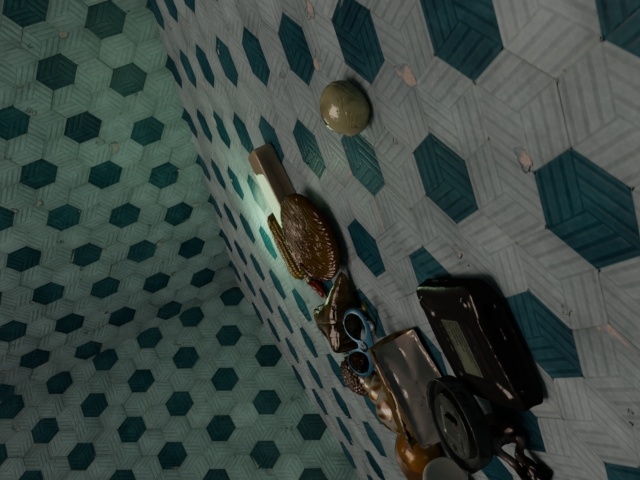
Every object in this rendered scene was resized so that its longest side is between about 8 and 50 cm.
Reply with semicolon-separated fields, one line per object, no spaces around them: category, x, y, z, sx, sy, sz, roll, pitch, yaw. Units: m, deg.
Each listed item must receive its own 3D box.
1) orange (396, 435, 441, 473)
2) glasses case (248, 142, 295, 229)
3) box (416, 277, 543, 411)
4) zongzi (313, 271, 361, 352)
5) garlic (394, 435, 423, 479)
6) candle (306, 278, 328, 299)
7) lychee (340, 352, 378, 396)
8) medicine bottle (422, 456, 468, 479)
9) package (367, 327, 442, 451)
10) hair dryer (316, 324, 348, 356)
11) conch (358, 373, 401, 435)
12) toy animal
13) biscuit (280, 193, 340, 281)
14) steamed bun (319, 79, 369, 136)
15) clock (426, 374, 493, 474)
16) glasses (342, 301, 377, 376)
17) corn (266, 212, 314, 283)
orange;0.320;0.691;1.943;0.156;0.124;0.156;54;158;34
glasses case;-0.154;-0.181;2.164;0.336;0.076;0.144;65;163;-3
box;0.330;0.218;1.287;0.290;0.073;0.289;64;164;-4
zongzi;0.051;0.220;2.089;0.286;0.134;0.288;-148;48;-68
garlic;0.348;0.809;2.109;0.318;0.112;0.143;53;161;-3
candle;-0.008;0.185;2.320;0.162;0.053;0.048;51;165;30
lychee;0.160;0.460;2.057;0.165;0.197;0.165;-41;40;48
medicine bottle;0.393;0.801;1.859;0.144;0.144;0.252;46;156;46
package;0.248;0.428;1.699;0.311;0.165;0.221;63;164;6
hair dryer;0.063;0.411;2.454;0.237;0.075;0.206;54;170;5
conch;0.240;0.516;1.879;0.275;0.149;0.182;56;161;24
toy animal;0.401;0.471;1.420;0.324;0.090;0.195;28;139;60
biscuit;-0.043;-0.007;1.976;0.318;0.040;0.318;41;146;36
steamed bun;0.047;-0.301;1.342;0.130;0.091;0.112;56;160;26
clock;0.321;0.424;1.379;0.226;0.049;0.226;162;90;-75
glasses;0.129;0.303;1.905;0.207;0.102;0.239;-85;-12;-73
corn;-0.109;0.026;2.281;0.322;0.119;0.119;62;164;23
